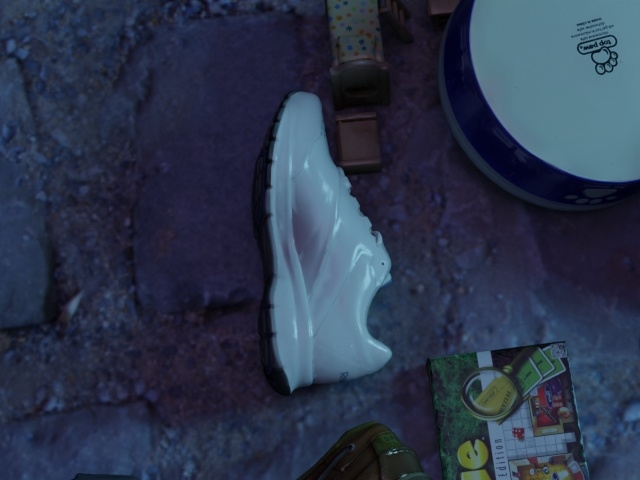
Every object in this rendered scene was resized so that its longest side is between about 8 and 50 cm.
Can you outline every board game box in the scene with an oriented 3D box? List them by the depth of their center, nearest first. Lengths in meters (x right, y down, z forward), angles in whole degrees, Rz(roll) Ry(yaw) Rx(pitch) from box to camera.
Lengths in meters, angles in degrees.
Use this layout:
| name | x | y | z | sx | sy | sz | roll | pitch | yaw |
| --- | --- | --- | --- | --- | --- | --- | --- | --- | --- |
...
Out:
| name | x | y | z | sx | sy | sz | roll | pitch | yaw |
| --- | --- | --- | --- | --- | --- | --- | --- | --- | --- |
| board game box | 0.182 | 0.228 | 1.320 | 0.136 | 0.030 | 0.260 | -9 | 73 | 3 |

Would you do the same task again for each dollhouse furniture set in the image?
| name | x | y | z | sx | sy | sz | roll | pitch | yaw |
| --- | --- | --- | --- | --- | --- | --- | --- | --- | --- |
| dollhouse furniture set | 0.089 | -0.173 | 1.409 | 0.160 | 0.101 | 0.182 | -6 | 73 | 2 |

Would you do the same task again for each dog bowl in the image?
| name | x | y | z | sx | sy | sz | roll | pitch | yaw |
| --- | --- | --- | --- | --- | --- | --- | --- | --- | --- |
| dog bowl | 0.251 | -0.167 | 1.365 | 0.264 | 0.104 | 0.265 | 2 | 77 | -10 |

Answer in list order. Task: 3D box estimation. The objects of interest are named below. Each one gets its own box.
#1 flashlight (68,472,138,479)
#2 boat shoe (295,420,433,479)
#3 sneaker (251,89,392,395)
| name | x | y | z | sx | sy | sz | roll | pitch | yaw |
| --- | --- | --- | --- | --- | --- | --- | --- | --- | --- |
| flashlight | -0.319 | 0.261 | 1.301 | 0.304 | 0.103 | 0.103 | 0 | 72 | 4 |
| boat shoe | -0.033 | 0.286 | 1.252 | 0.307 | 0.111 | 0.104 | -38 | 57 | -2 |
| sneaker | 0.000 | 0.000 | 1.375 | 0.129 | 0.111 | 0.297 | -2 | 79 | -10 |
